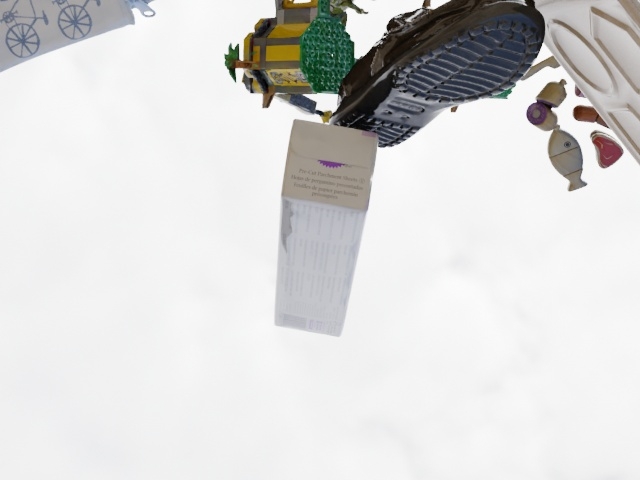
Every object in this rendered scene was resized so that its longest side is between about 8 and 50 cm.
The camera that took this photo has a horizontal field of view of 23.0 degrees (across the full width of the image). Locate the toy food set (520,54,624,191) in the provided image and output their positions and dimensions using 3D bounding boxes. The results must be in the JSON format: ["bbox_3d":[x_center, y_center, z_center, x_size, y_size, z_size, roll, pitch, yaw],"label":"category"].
[{"bbox_3d":[0.213,-0.098,1.285,0.078,0.122,0.019,-28,-150,10],"label":"toy food set"}]

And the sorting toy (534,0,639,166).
[{"bbox_3d":[0.220,-0.100,1.047,0.038,0.208,0.193,-36,-171,-6],"label":"sorting toy"}]

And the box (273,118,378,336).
[{"bbox_3d":[0.000,0.000,1.247,0.067,0.324,0.063,9,-110,1],"label":"box"}]

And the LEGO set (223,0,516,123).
[{"bbox_3d":[0.013,-0.223,1.332,0.192,0.331,0.255,5,-77,44],"label":"LEGO set"}]

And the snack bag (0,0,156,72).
[{"bbox_3d":[-0.225,-0.338,1.400,0.343,0.323,0.037,-20,-158,0],"label":"snack bag"}]

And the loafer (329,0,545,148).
[{"bbox_3d":[0.074,-0.136,1.109,0.220,0.080,0.078,-26,-126,53],"label":"loafer"}]
